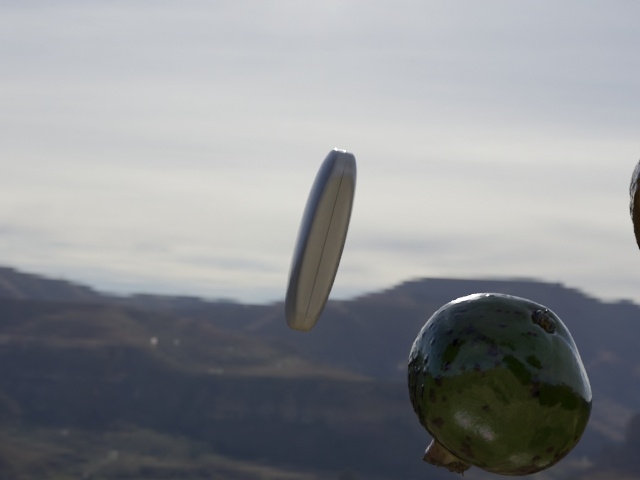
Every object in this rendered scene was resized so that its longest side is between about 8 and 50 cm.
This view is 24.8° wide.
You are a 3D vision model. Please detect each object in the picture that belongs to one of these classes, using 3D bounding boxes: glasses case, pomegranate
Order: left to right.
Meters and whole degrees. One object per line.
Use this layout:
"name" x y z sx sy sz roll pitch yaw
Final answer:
"glasses case" 0.000 0.000 1.824 0.059 0.233 0.092 14 6 -9
"pomegranate" 0.232 0.205 1.949 0.254 0.270 0.254 27 13 -7

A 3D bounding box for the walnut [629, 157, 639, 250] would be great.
"walnut" 0.391 -0.014 1.466 0.238 0.141 0.204 44 -3 24
